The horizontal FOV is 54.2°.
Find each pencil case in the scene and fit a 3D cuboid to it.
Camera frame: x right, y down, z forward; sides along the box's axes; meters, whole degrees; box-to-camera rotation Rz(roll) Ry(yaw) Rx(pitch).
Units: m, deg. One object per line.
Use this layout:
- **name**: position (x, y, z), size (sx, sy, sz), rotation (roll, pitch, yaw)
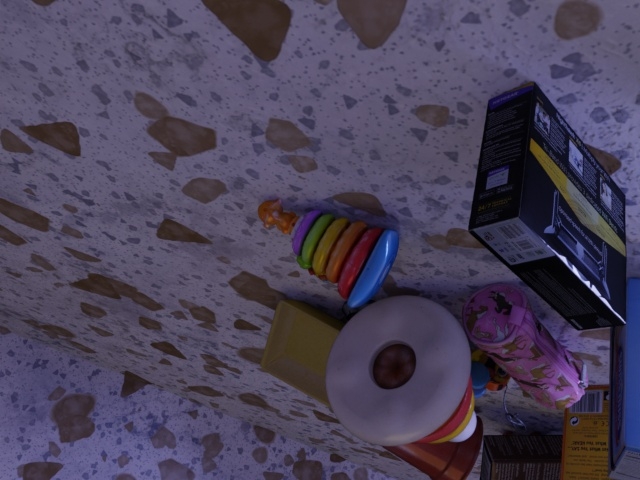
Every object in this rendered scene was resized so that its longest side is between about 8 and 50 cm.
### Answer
- **pencil case**: position (0.477, 0.250, 1.445), size (0.167, 0.160, 0.386), rotation (-31, 129, 25)

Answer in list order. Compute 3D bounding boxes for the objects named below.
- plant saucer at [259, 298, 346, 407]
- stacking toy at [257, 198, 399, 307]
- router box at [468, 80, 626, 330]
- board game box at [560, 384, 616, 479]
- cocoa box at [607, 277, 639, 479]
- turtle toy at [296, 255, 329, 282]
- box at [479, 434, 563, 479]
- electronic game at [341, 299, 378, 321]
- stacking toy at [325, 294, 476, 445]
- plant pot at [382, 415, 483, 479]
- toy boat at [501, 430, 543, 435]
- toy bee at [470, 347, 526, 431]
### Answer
- **plant saucer**: position (0.014, 0.321, 1.761), size (0.332, 0.081, 0.333), rotation (27, 135, 9)
- **stacking toy**: position (0.000, 0.000, 1.292), size (0.301, 0.175, 0.166), rotation (27, -176, 13)
- **router box**: position (0.351, -0.043, 0.931), size (0.309, 0.243, 0.081), rotation (37, 144, -31)
- **board game box**: position (0.885, 0.615, 1.653), size (0.356, 0.356, 0.356), rotation (-15, 137, 43)
- **cocoa box**: position (0.690, 0.281, 1.199), size (0.231, 0.347, 0.228), rotation (5, 148, 20)
- **turtle toy**: position (0.002, 0.054, 1.444), size (0.130, 0.066, 0.095), rotation (31, 147, -24)
- **box**: position (0.715, 0.735, 2.001), size (0.381, 0.143, 0.191), rotation (1, 109, 2)
- **electronic game**: position (0.165, 0.213, 1.646), size (0.229, 0.048, 0.229), rotation (18, 156, 9)
- **stacking toy**: position (0.260, 0.378, 1.541), size (0.350, 0.351, 0.480), rotation (-4, 148, 32)
- **plant pot**: position (0.364, 0.661, 2.115), size (0.265, 0.272, 0.272), rotation (27, 150, -2)
- **toy boat**: position (0.701, 0.735, 2.200), size (0.151, 0.151, 0.231), rotation (35, 162, 35)
- **toy bee**: position (0.441, 0.350, 1.672), size (0.298, 0.162, 0.195), rotation (42, 159, 5)
